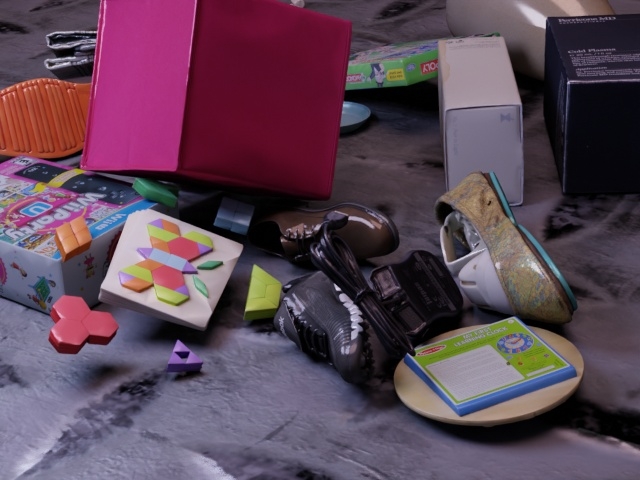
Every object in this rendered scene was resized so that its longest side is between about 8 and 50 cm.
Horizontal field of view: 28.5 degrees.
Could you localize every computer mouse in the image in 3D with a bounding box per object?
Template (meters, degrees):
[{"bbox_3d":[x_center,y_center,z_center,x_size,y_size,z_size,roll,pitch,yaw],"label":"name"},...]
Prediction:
[{"bbox_3d":[0.067,0.043,1.454,0.060,0.184,0.262,-39,-4,24],"label":"computer mouse"}]

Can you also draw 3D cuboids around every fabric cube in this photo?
[{"bbox_3d":[-0.145,-0.198,1.733,0.258,0.254,0.259,7,-1,-39],"label":"fabric cube"}]

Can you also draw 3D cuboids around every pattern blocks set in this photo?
[{"bbox_3d":[-0.186,0.034,1.549,0.285,0.026,0.325,11,40,-12],"label":"pattern blocks set"}]

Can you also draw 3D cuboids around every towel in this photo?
[{"bbox_3d":[-0.310,-0.311,2.205,0.312,0.056,0.324,-3,-5,-3],"label":"towel"}]

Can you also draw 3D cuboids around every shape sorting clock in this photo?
[{"bbox_3d":[0.183,0.146,1.377,0.206,0.040,0.206,-6,27,3],"label":"shape sorting clock"}]

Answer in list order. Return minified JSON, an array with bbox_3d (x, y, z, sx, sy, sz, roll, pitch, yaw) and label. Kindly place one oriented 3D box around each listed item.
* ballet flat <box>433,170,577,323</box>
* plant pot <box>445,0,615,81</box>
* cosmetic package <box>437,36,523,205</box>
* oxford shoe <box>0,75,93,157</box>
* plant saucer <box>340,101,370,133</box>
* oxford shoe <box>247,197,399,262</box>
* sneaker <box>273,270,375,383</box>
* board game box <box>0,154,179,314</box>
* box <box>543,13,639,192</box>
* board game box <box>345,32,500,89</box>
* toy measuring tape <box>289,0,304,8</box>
[{"bbox_3d":[0.215,0.021,1.564,0.123,0.123,0.348,-7,27,-6],"label":"ballet flat"},{"bbox_3d":[0.405,-0.385,2.230,0.256,0.256,0.274,-18,47,-27],"label":"plant pot"},{"bbox_3d":[0.237,-0.185,1.903,0.113,0.160,0.309,-2,26,5],"label":"cosmetic package"},{"bbox_3d":[-0.425,-0.210,2.105,0.363,0.130,0.132,-13,10,-32],"label":"oxford shoe"},{"bbox_3d":[0.025,-0.203,2.115,0.119,0.021,0.119,-3,26,1],"label":"plant saucer"},{"bbox_3d":[0.000,0.000,1.657,0.227,0.083,0.096,2,27,38],"label":"oxford shoe"},{"bbox_3d":[0.001,0.102,1.457,0.106,0.078,0.234,-11,26,-1],"label":"sneaker"},{"bbox_3d":[-0.373,-0.014,1.706,0.303,0.097,0.224,16,32,32],"label":"board game box"},{"bbox_3d":[0.522,-0.215,1.903,0.343,0.179,0.312,-1,28,5],"label":"box"},{"bbox_3d":[0.131,-0.306,2.184,0.213,0.046,0.317,-21,15,-30],"label":"board game box"},{"bbox_3d":[-0.198,-0.529,2.692,0.330,0.121,0.121,-10,27,-12],"label":"toy measuring tape"}]
